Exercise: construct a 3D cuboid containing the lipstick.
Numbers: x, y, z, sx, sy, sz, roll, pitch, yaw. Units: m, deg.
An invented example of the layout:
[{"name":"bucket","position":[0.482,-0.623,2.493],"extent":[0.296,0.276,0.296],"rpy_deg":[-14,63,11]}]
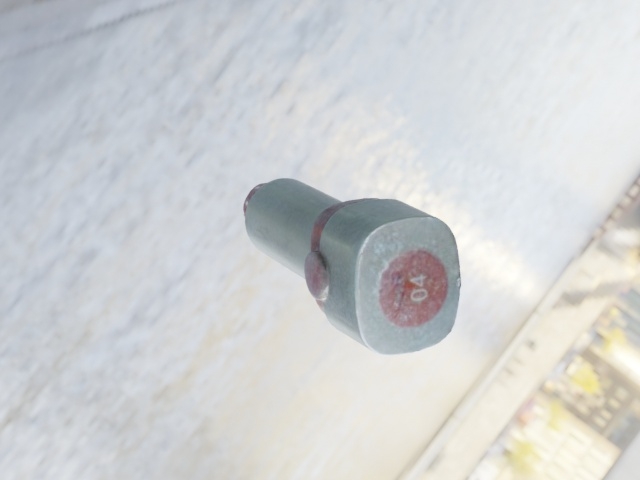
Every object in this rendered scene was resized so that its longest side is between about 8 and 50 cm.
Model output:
[{"name":"lipstick","position":[-0.001,0.000,0.728],"extent":[0.057,0.186,0.063],"rpy_deg":[-9,106,-23]}]
